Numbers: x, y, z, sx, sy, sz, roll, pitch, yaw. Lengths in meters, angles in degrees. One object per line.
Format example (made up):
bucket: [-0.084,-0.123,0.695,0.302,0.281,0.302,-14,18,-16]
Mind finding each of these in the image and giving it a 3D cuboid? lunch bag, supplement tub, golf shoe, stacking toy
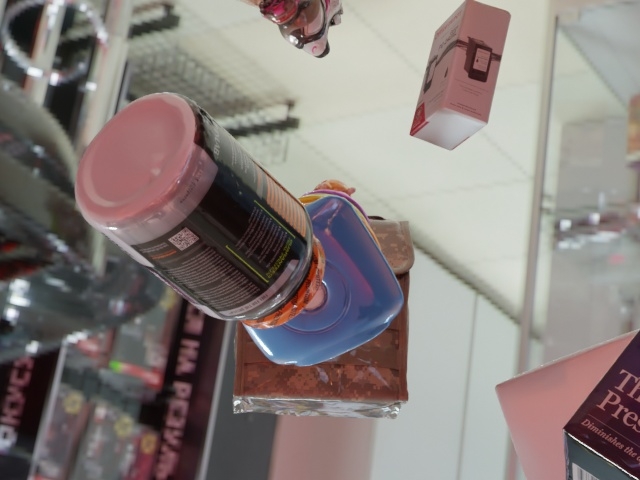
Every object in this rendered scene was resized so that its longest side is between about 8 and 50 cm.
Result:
lunch bag: [0.003,0.089,1.881,0.235,0.287,0.169,3,162,-3]
supplement tub: [-0.083,-0.015,1.040,0.117,0.117,0.190,-7,146,33]
golf shoe: [-0.012,-0.263,1.466,0.067,0.186,0.086,-24,124,31]
stacking toy: [0.000,0.000,1.598,0.175,0.302,0.165,-26,108,15]

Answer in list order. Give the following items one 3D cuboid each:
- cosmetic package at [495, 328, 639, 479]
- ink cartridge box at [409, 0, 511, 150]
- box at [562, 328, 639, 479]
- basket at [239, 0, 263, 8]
cosmetic package: [0.524,0.287,1.970,0.329,0.327,0.394,-26,166,36]
ink cartridge box: [0.168,-0.199,1.661,0.063,0.150,0.109,19,160,-13]
box: [0.327,0.151,0.957,0.261,0.184,0.103,32,158,27]
basket: [-0.074,-0.359,1.750,0.167,0.103,0.113,19,120,-22]
